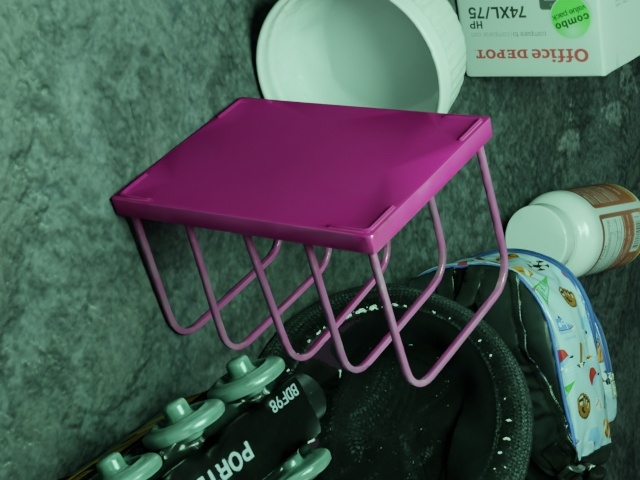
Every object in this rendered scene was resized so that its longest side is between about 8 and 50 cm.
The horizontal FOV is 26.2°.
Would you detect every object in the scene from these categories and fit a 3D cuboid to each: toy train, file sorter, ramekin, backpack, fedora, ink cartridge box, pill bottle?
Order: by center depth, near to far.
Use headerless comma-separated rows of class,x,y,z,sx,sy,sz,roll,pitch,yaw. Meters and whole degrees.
toy train,-0.135,0.215,1.207,0.334,0.190,0.142,-35,101,-48
file sorter,0.000,0.000,1.274,0.202,0.290,0.182,-44,130,-40
ramekin,0.049,-0.182,1.388,0.109,0.207,0.207,-46,129,-51
fedora,0.063,0.217,1.459,0.334,0.334,0.152,-58,169,-30
backpack,0.216,0.142,1.604,0.213,0.276,0.263,-26,108,-53
ink cartridge box,0.291,-0.352,1.672,0.197,0.198,0.270,-31,117,-47
pill bottle,0.341,-0.011,1.844,0.216,0.121,0.121,-8,101,-51
